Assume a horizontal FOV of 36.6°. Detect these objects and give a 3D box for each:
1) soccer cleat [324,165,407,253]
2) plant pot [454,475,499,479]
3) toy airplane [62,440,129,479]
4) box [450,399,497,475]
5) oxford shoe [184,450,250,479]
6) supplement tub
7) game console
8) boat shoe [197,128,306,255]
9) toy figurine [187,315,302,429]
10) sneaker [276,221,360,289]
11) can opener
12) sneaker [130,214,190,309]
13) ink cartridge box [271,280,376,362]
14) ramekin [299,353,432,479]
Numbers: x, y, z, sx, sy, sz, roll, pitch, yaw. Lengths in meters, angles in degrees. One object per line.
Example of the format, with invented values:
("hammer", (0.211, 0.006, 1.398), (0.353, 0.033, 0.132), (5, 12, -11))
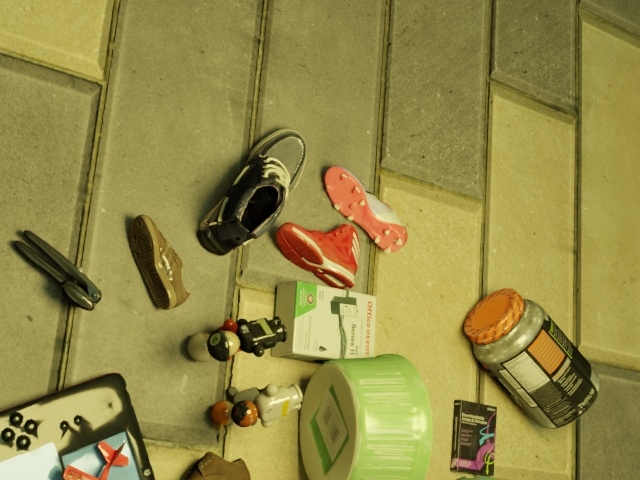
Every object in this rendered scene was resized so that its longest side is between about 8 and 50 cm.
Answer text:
("soccer cleat", (0.102, -0.076, 2.155), (0.248, 0.083, 0.095), (46, 29, -12))
("plant pot", (0.300, 0.686, 1.978), (0.341, 0.341, 0.334), (56, 48, -11))
("toy airplane", (-0.379, 0.413, 1.678), (0.151, 0.028, 0.151), (13, 71, -39))
("box", (0.354, 0.454, 2.230), (0.116, 0.029, 0.162), (15, 70, -31))
("oxford shoe", (-0.224, 0.446, 1.799), (0.227, 0.082, 0.096), (5, 63, -51))
("supplement tub", (0.490, 0.272, 2.264), (0.316, 0.193, 0.193), (48, 58, -17))
("game console", (-0.435, 0.457, 1.666), (0.342, 0.060, 0.387), (-17, 90, -36))
("boat shoe", (-0.099, -0.112, 1.962), (0.127, 0.158, 0.341), (44, 59, -19))
("toy figurine", (-0.148, 0.251, 1.819), (0.148, 0.213, 0.210), (-13, 90, -27))
("sneaker", (0.000, 0.000, 2.067), (0.221, 0.087, 0.128), (43, 50, -34))
("can opener", (-0.467, 0.052, 1.736), (0.186, 0.073, 0.059), (47, 65, -6))
("sneaker", (-0.306, 0.038, 1.856), (0.071, 0.066, 0.188), (-23, 99, -53))
("ink cartridge box", (0.011, 0.177, 2.018), (0.208, 0.087, 0.153), (12, 74, -33))
("ramekin", (0.077, 0.371, 1.899), (0.148, 0.303, 0.304), (6, 76, -26))
